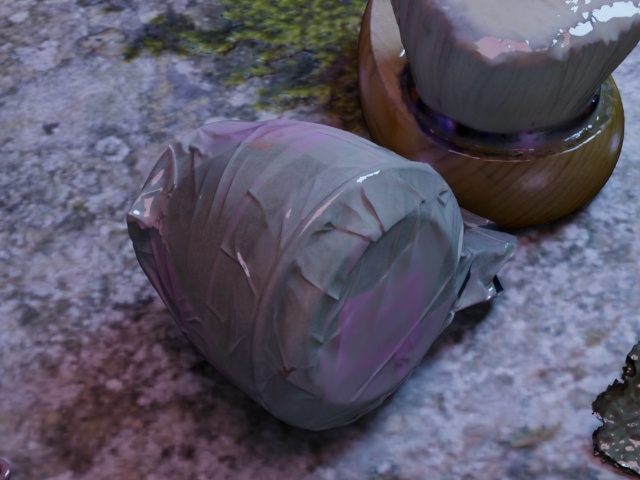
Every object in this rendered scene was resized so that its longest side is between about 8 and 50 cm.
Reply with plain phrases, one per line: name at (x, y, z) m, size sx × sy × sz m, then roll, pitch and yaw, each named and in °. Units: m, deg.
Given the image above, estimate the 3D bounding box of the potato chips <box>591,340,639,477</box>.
potato chips at (0.280, 0.117, 0.719) m, size 0.167 × 0.059 × 0.228 m, roll -38°, pitch 60°, yaw -23°

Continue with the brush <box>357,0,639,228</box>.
brush at (0.105, -0.144, 0.912) m, size 0.174 × 0.166 × 0.266 m, roll -20°, pitch 46°, yaw -18°

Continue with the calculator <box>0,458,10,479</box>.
calculator at (-0.336, 0.155, 0.708) m, size 0.330 × 0.048 × 0.220 m, roll -7°, pitch 44°, yaw -9°

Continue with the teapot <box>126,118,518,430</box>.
teapot at (-0.003, -0.010, 0.782) m, size 0.222 × 0.163 × 0.178 m, roll -35°, pitch 46°, yaw -29°
